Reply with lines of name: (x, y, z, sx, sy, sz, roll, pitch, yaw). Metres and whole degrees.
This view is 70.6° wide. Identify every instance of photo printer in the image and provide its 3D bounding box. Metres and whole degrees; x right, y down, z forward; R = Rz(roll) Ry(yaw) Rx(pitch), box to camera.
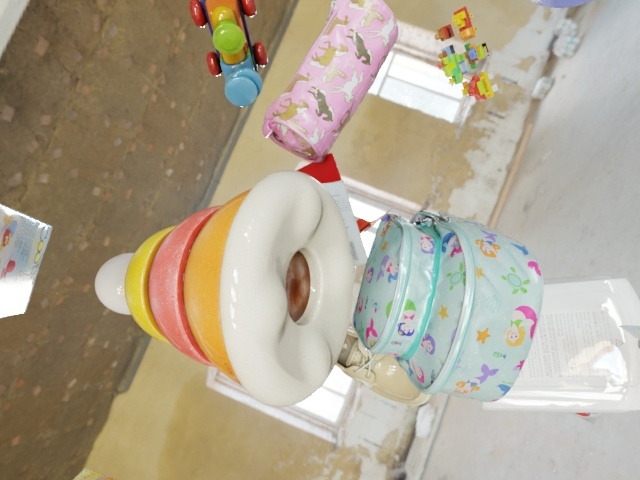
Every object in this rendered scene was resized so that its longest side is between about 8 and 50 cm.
photo printer: (0.459, 0.200, 0.878, 0.107, 0.308, 0.255, 18, -115, -64)

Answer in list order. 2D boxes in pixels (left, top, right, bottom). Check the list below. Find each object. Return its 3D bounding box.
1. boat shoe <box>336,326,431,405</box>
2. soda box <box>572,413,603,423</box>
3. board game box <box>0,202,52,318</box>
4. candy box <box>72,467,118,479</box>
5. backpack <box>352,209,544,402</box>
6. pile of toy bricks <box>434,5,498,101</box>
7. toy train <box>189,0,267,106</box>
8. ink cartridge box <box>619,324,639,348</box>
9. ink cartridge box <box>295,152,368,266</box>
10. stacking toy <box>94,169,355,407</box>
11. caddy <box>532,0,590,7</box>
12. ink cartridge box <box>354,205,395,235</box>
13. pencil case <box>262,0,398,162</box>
boat shoe: (0.092, 0.254, 0.961, 0.098, 0.302, 0.109, 24, -89, -55)
soda box: (0.763, 0.356, 1.272, 0.286, 0.098, 0.091, -52, -30, -34)
board game box: (-0.455, 0.015, 0.546, 0.275, 0.142, 0.144, 164, 120, -71)
candy box: (-0.575, 0.690, 1.034, 0.316, 0.183, 0.087, -47, -31, -70)
backpack: (0.156, 0.077, 0.590, 0.253, 0.191, 0.225, -130, 53, -72)
pile of toy bricks: (0.325, -0.425, 1.078, 0.105, 0.212, 0.118, -30, 15, -23)
toy train: (-0.148, -0.343, 0.698, 0.248, 0.105, 0.143, 79, 177, -48)
ink cartridge box: (0.465, 0.168, 0.559, 0.145, 0.179, 0.045, 49, 123, 50)
ink cartridge box: (-0.071, -0.033, 1.097, 0.130, 0.271, 0.309, -16, -2, -45)
stacking toy: (-0.211, 0.069, 0.771, 0.351, 0.480, 0.350, 0, -90, -64)
caddy: (0.431, -0.509, 0.664, 0.179, 0.341, 0.241, -14, -88, -60)
ink cartridge box: (0.000, 0.000, 1.355, 0.308, 0.091, 0.385, -37, 5, -36)
pencil case: (0.024, -0.366, 1.029, 0.386, 0.167, 0.160, -61, -18, -8)
